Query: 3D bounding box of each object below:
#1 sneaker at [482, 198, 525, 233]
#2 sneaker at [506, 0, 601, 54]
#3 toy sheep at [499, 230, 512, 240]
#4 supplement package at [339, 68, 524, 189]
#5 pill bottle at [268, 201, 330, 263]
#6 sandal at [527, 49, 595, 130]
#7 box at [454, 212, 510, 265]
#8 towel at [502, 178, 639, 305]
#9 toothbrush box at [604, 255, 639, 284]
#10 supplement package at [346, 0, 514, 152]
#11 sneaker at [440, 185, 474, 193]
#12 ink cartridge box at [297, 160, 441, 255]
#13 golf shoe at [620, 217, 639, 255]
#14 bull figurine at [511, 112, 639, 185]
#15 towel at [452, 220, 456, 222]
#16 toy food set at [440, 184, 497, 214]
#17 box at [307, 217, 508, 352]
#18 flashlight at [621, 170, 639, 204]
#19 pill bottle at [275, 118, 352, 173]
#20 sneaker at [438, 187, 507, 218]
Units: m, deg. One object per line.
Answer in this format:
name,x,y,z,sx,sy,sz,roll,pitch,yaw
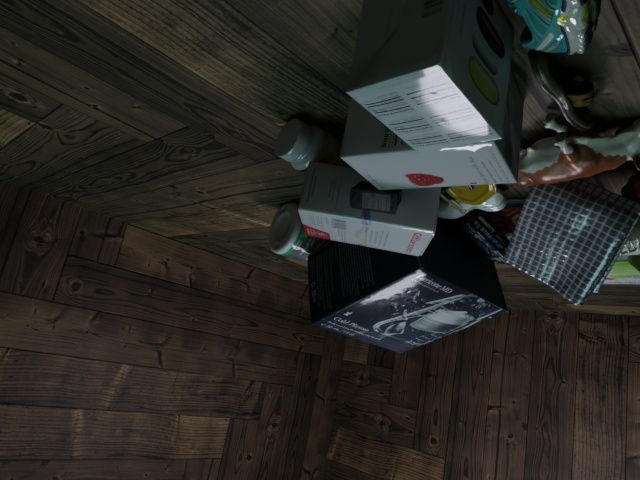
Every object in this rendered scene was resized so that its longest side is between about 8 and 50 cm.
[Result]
sneaker,0.598,-0.022,1.372,0.125,0.180,0.321,20,163,-32
sneaker,0.283,-0.323,0.604,0.110,0.107,0.275,13,169,32
toy sheep,0.601,-0.025,1.554,0.091,0.091,0.132,9,179,8
supplement package,0.215,-0.212,0.924,0.293,0.175,0.177,1,164,35
pill bottle,0.000,0.000,1.859,0.361,0.204,0.204,19,164,-32
sandal,0.424,-0.261,0.815,0.219,0.090,0.060,30,136,-35
box,0.509,-0.007,1.478,0.175,0.051,0.220,45,-176,2
towel,0.592,-0.003,1.163,0.235,0.121,0.283,31,134,30
toothbrush box,0.925,0.054,1.557,0.283,0.122,0.206,21,163,-41
supplement package,0.169,-0.266,0.705,0.149,0.194,0.203,-1,162,42
sneaker,0.247,-0.172,1.165,0.300,0.121,0.111,-2,161,41
ink cartridge box,0.113,-0.070,1.159,0.306,0.131,0.226,9,165,5
golf shoe,0.811,0.015,1.349,0.306,0.140,0.115,-3,124,34
bull figurine,0.495,-0.182,0.996,0.188,0.101,0.310,22,160,-27
towel,0.461,-0.014,1.812,0.209,0.034,0.285,18,164,-30
toy food set,0.388,-0.159,1.250,0.128,0.071,0.218,36,163,1
box,0.286,0.142,1.661,0.480,0.297,0.472,24,136,-35
flashlight,0.747,-0.142,0.968,0.103,0.103,0.304,-15,166,-6
pill bottle,-0.002,-0.213,1.196,0.208,0.119,0.119,21,162,-36
sneaker,0.413,-0.122,1.371,0.212,0.080,0.094,-10,144,38
